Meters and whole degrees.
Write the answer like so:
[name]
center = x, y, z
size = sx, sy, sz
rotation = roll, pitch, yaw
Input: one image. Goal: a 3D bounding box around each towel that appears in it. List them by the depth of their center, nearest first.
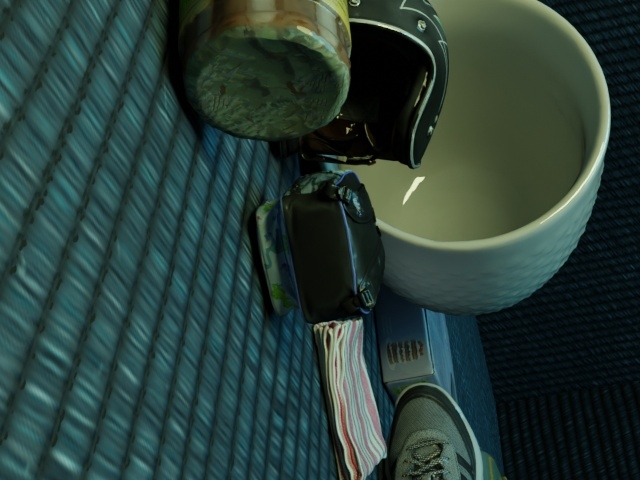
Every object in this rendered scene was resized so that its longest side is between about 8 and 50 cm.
[towel]
center = 0.034, 0.141, 1.132
size = 0.197, 0.029, 0.144
rotation = 13, 67, -80

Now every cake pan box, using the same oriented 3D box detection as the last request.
[cake pan box]
center = 0.117, 0.097, 1.566
size = 0.245, 0.070, 0.266
rotation = 66, 16, -61

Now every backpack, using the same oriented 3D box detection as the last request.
[backpack]
center = 0.000, 0.000, 0.918
size = 0.114, 0.084, 0.105
rotation = -53, 132, -71

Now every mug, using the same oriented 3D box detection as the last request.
[mug]
center = 0.118, -0.097, 1.304
size = 0.374, 0.276, 0.328
rotation = 50, -7, 21

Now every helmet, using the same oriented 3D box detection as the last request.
[helmet]
center = 0.031, -0.146, 1.044
size = 0.169, 0.169, 0.161
rotation = -45, 140, -79

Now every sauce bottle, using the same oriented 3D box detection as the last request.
[sauce bottle]
center = -0.043, -0.225, 0.855
size = 0.111, 0.111, 0.344
rotation = 68, 14, -50

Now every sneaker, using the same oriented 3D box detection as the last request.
[sneaker]
center = 0.108, 0.244, 1.225
size = 0.153, 0.101, 0.268
rotation = 70, 16, -57

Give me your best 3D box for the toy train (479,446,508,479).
[toy train]
center = 0.196, 0.375, 1.536
size = 0.334, 0.142, 0.190
rotation = -72, 140, -72
